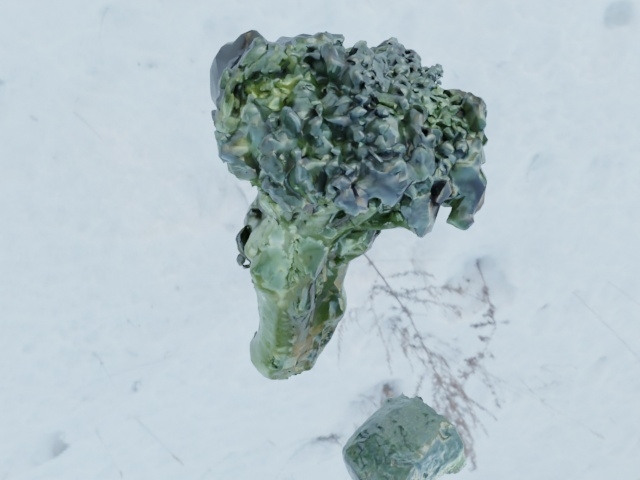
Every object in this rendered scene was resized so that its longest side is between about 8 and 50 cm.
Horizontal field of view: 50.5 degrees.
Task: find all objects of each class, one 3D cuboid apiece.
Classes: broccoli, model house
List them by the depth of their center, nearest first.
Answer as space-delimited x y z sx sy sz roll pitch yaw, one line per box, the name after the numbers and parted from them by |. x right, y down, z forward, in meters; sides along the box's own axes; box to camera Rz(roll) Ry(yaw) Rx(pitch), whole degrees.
-0.003 0.005 0.455 0.164 0.146 0.304 -9 145 -21 | broccoli
0.057 0.169 0.529 0.083 0.078 0.066 -32 120 -29 | model house
